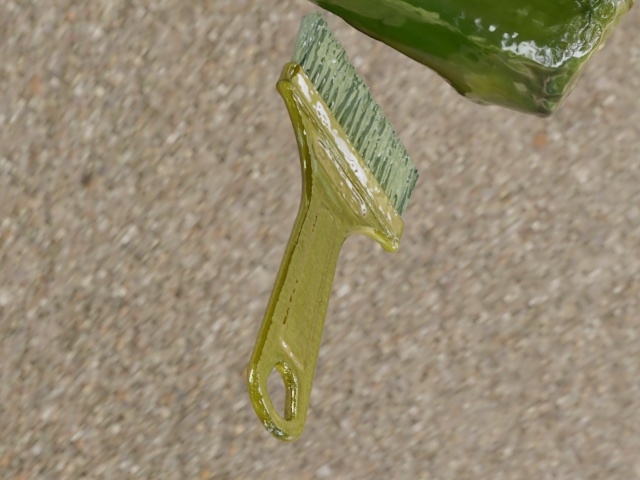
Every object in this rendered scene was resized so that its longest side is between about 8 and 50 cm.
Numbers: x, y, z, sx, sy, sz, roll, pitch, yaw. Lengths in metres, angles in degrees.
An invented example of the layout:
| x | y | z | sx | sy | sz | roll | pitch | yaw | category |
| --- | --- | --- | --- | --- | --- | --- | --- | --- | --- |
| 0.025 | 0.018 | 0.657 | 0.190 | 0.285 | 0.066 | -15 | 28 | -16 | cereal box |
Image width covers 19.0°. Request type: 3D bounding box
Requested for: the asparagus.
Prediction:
| x | y | z | sx | sy | sz | roll | pitch | yaw | category |
| --- | --- | --- | --- | --- | --- | --- | --- | --- | --- |
| -0.026 | -0.124 | 0.659 | 0.278 | 0.067 | 0.060 | 27 | 83 | 5 | asparagus |

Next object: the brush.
| x | y | z | sx | sy | sz | roll | pitch | yaw | category |
| --- | --- | --- | --- | --- | --- | --- | --- | --- | --- |
| 0.000 | 0.000 | 0.665 | 0.083 | 0.011 | 0.205 | 56 | 27 | -26 | brush |
